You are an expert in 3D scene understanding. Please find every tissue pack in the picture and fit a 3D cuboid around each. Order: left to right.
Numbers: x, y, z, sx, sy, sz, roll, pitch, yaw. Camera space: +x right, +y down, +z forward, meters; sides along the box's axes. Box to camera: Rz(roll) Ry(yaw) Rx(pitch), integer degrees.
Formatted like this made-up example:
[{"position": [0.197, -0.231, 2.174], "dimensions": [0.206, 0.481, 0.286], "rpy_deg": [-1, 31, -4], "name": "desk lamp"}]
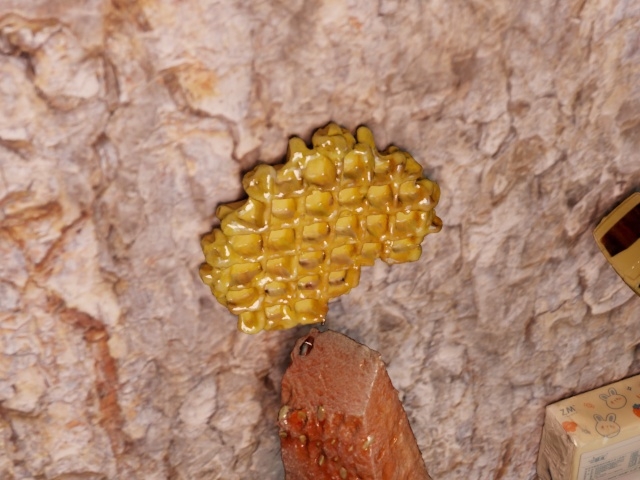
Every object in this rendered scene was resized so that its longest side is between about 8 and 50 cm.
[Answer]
[{"position": [0.399, 0.268, 1.727], "dimensions": [0.196, 0.092, 0.148], "rpy_deg": [-16, 132, -18], "name": "tissue pack"}]

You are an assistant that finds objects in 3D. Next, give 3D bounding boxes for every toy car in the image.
[{"position": [0.427, 0.039, 1.540], "dimensions": [0.101, 0.124, 0.257], "rpy_deg": [-43, 142, 10], "name": "toy car"}]

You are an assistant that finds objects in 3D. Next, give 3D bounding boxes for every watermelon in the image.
[{"position": [0.023, 0.203, 1.377], "dimensions": [0.140, 0.193, 0.256], "rpy_deg": [-47, 149, -34], "name": "watermelon"}]

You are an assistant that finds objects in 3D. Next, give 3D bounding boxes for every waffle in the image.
[{"position": [0.000, -0.001, 1.324], "dimensions": [0.249, 0.056, 0.253], "rpy_deg": [24, 110, -39], "name": "waffle"}]
